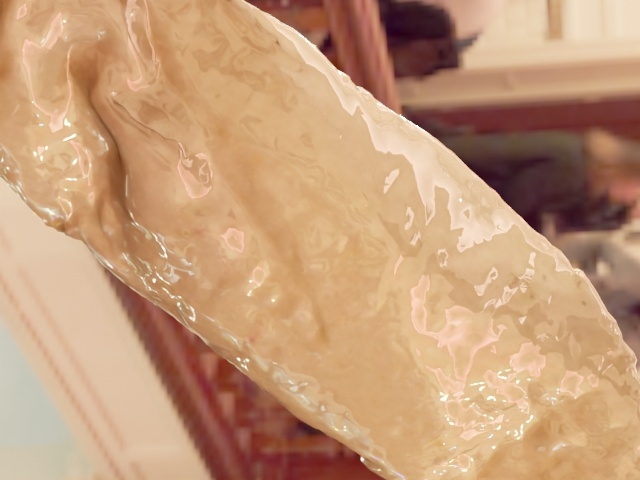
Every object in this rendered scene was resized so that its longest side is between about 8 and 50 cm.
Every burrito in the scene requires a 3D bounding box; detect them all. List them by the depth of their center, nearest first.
[{"bbox_3d":[0.000,0.000,0.559,0.392,0.117,0.076,41,36,-15],"label":"burrito"}]
